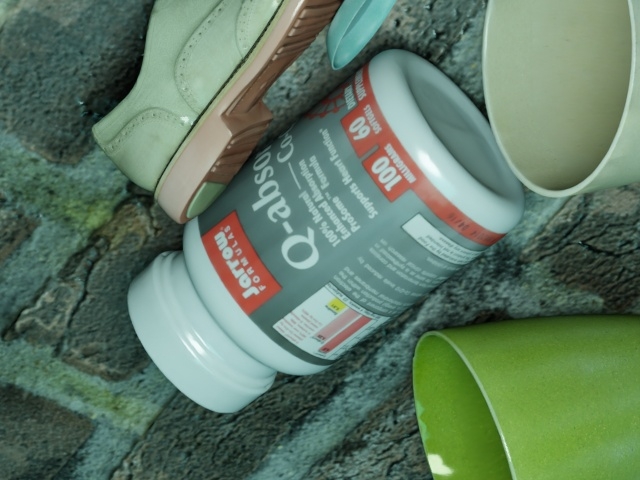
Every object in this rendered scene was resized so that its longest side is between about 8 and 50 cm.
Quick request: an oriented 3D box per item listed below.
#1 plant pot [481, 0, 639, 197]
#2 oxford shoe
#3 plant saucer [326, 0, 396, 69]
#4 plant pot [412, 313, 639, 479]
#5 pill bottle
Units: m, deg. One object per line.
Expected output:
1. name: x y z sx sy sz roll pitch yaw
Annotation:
1. plant pot: 0.330 -0.170 1.757 0.274 0.256 0.256 -2 129 -24
2. oxford shoe: -0.076 -0.210 1.724 0.146 0.140 0.397 36 104 10
3. plant saucer: 0.039 -0.212 1.763 0.021 0.119 0.119 37 122 9
4. plant pot: 0.285 0.189 2.022 0.294 0.275 0.274 -15 130 -15
5. pill bottle: 0.000 0.000 1.847 0.363 0.210 0.210 -39 123 21
